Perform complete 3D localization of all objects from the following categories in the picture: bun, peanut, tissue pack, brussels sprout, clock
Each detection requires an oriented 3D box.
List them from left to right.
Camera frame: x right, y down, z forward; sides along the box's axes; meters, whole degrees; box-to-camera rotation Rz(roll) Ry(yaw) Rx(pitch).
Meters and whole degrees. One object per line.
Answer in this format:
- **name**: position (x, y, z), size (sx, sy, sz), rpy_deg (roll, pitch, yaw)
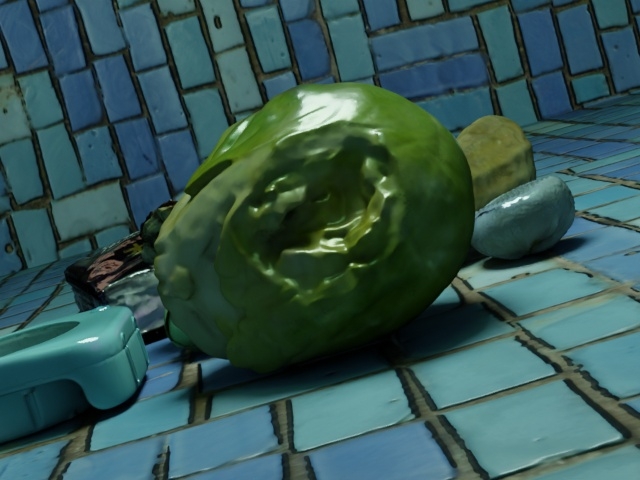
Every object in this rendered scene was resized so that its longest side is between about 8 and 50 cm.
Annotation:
- **clock**: position (-0.329, 0.156, 1.451), size (0.274, 0.094, 0.223), rpy_deg (-18, 6, 2)
- **tissue pack**: position (-0.224, 0.052, 1.909), size (0.245, 0.123, 0.332), rpy_deg (-24, 12, -17)
- **brussels sprout**: position (-0.006, -0.020, 1.362), size (0.344, 0.268, 0.344), rpy_deg (-20, 12, 4)
- **peanut**: position (0.185, -0.055, 1.719), size (0.291, 0.159, 0.143), rpy_deg (-34, -28, -40)
- **bun**: position (0.244, -0.020, 1.595), size (0.140, 0.083, 0.141), rpy_deg (-25, 2, 1)

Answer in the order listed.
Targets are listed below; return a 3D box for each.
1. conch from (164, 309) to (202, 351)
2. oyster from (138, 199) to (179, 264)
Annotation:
- **conch**: position (-0.113, 0.077, 1.545), size (0.170, 0.106, 0.079), rpy_deg (-8, 47, 25)
- **oyster**: position (-0.107, 0.034, 1.618), size (0.259, 0.198, 0.092), rpy_deg (8, 57, 13)
